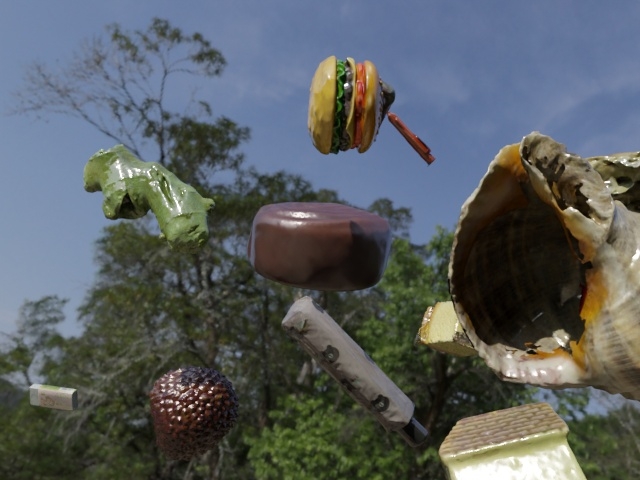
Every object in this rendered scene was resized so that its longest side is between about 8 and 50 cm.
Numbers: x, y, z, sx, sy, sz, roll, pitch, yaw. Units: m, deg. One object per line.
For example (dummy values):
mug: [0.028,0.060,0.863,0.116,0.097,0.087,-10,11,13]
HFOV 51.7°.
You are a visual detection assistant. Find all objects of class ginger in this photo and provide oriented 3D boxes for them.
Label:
ginger: [-0.314,-0.074,1.202,0.290,0.137,0.089,27,-41,12]

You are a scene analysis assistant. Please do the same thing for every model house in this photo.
model house: [0.272,0.406,0.961,0.261,0.266,0.321,-16,-43,6]

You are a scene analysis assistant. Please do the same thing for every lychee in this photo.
lychee: [-0.260,0.351,1.372,0.188,0.188,0.188,16,-25,8]

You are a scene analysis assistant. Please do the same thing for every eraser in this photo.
eraser: [-0.474,0.278,1.173,0.083,0.019,0.038,5,-72,8]

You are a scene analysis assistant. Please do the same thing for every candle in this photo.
candle: [0.161,-0.213,1.275,0.167,0.021,0.026,46,-58,-6]

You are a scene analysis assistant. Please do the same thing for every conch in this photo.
conch: [0.252,0.038,0.654,0.210,0.291,0.159,-28,-4,27]

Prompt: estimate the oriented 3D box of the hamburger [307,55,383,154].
hamburger: [0.038,-0.210,1.046,0.115,0.161,0.162,4,-24,-3]

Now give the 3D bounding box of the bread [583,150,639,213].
bread: [0.464,-0.048,1.176,0.314,0.191,0.370,-1,-27,-39]

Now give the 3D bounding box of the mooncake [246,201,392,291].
mooncake: [0.000,0.000,1.495,0.326,0.174,0.334,4,13,-15]

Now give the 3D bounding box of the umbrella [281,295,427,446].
umbrella: [0.065,0.234,1.141,0.337,0.073,0.067,46,-49,-11]

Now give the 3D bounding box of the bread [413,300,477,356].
bread: [0.328,0.223,1.591,0.152,0.127,0.147,34,-25,-19]

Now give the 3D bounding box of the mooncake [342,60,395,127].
mooncake: [0.064,-0.255,1.227,0.130,0.073,0.125,25,-69,2]
